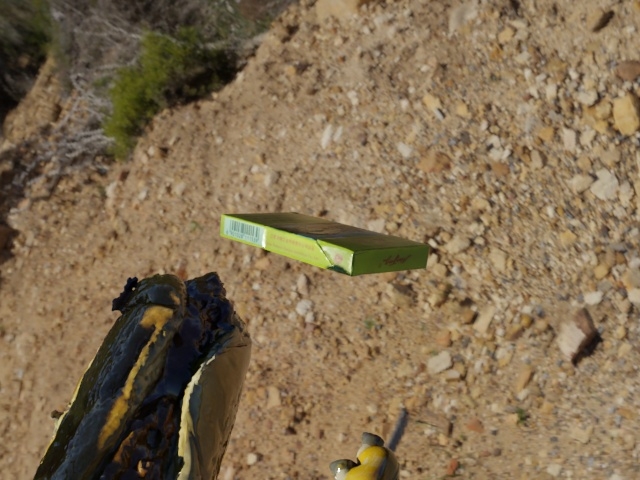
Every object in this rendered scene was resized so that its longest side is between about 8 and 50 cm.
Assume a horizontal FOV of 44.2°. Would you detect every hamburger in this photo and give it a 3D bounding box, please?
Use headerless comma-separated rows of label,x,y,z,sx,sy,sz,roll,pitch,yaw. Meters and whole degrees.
hamburger,-0.167,0.180,0.750,0.282,0.155,0.245,-55,20,8

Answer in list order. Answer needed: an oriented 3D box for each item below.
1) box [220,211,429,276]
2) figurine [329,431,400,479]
box,0.000,0.000,1.357,0.335,0.187,0.047,16,103,44
figurine,0.121,0.457,1.296,0.167,0.257,0.192,-7,33,35
